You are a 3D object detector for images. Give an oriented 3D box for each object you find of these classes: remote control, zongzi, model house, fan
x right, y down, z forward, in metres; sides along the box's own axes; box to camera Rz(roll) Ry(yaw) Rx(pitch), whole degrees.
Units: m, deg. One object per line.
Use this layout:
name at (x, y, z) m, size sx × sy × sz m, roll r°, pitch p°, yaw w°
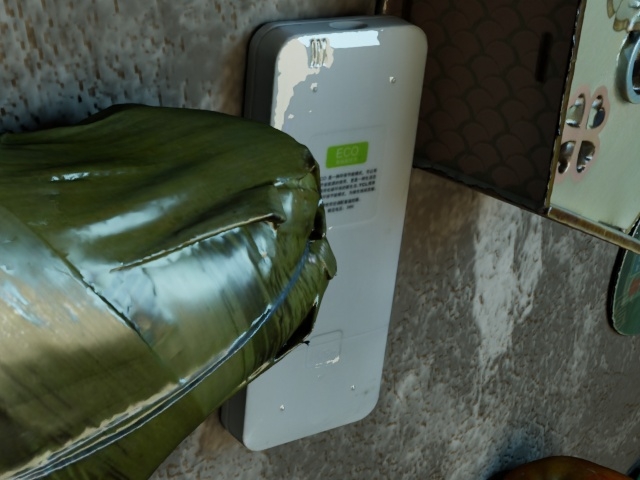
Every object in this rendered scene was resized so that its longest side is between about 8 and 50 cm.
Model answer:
remote control at (0.000, 0.000, 0.664) m, size 0.103 × 0.034 × 0.250 m, roll -12°, pitch 121°, yaw -33°
zongzi at (-0.114, -0.020, 0.451) m, size 0.251 × 0.125 × 0.274 m, roll -42°, pitch 133°, yaw -27°
model house at (0.151, -0.123, 0.682) m, size 0.244 × 0.169 × 0.326 m, roll -47°, pitch 142°, yaw -20°
fan at (0.326, -0.028, 1.092) m, size 0.223 × 0.012 × 0.294 m, roll -44°, pitch 139°, yaw -25°

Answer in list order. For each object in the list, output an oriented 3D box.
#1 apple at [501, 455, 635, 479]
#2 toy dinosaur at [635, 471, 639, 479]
apple at (0.217, 0.257, 1.006) m, size 0.147 × 0.156 × 0.158 m, roll -57°, pitch 135°, yaw -37°
toy dinosaur at (0.390, 0.298, 1.309) m, size 0.153 × 0.094 × 0.259 m, roll -31°, pitch 141°, yaw -33°
